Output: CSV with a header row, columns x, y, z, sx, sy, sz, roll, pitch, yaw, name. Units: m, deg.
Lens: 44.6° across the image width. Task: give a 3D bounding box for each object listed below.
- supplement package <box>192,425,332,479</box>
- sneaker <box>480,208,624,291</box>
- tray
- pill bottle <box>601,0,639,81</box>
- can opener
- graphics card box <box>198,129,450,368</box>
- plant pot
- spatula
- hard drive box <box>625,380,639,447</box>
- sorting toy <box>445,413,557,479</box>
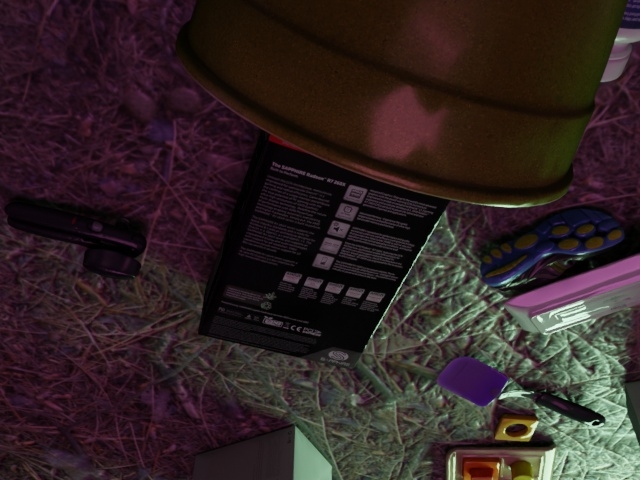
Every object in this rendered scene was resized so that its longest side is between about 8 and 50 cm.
x,y,z,sx,sy,sz,roll,pitch,yaw,name
-0.100,0.456,1.326,0.203,0.194,0.149,-21,127,18,supplement package
0.306,0.016,1.038,0.188,0.067,0.078,-25,148,18,sneaker
0.395,0.070,1.065,0.271,0.030,0.145,-22,151,18,tray
0.286,-0.256,0.757,0.112,0.112,0.186,6,131,-5,pill bottle
-0.315,-0.012,1.009,0.186,0.073,0.059,21,136,-6,can opener
0.000,0.000,0.994,0.233,0.094,0.370,14,129,-12,graphics card box
0.104,-0.271,0.620,0.367,0.366,0.352,14,118,-12,plant pot
0.333,0.251,1.256,0.297,0.030,0.084,18,127,-15,spatula
0.586,0.315,1.178,0.181,0.232,0.089,-14,130,11,hard drive box
0.324,0.435,1.406,0.196,0.047,0.347,-5,131,4,sorting toy
